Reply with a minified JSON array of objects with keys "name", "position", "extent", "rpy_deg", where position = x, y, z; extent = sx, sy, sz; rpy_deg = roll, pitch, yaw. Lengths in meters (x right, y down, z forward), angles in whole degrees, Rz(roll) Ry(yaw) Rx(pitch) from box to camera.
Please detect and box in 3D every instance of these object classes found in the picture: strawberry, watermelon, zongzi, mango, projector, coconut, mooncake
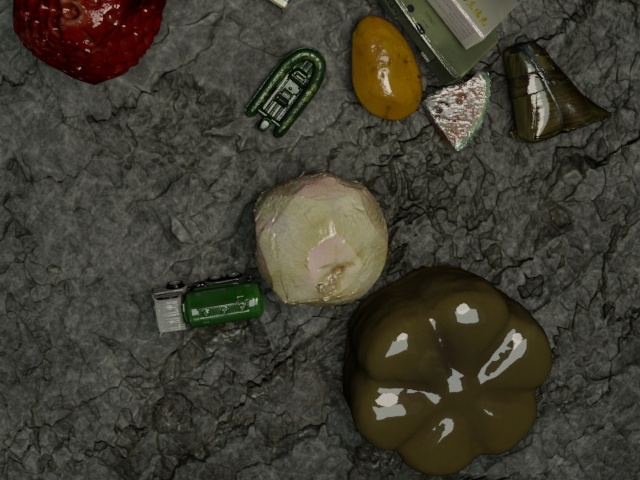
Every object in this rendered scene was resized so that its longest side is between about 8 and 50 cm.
[{"name":"strawberry","position":[-0.431,-0.443,1.583],"extent":[0.318,0.345,0.295],"rpy_deg":[-28,108,0]},{"name":"watermelon","position":[0.290,-0.297,1.873],"extent":[0.139,0.071,0.187],"rpy_deg":[19,109,-5]},{"name":"zongzi","position":[0.525,-0.341,1.876],"extent":[0.242,0.112,0.220],"rpy_deg":[-17,105,-12]},{"name":"mango","position":[0.131,-0.361,1.808],"extent":[0.147,0.109,0.227],"rpy_deg":[-24,105,1]},{"name":"projector","position":[0.245,-0.481,1.786],"extent":[0.193,0.088,0.269],"rpy_deg":[-44,104,-21]},{"name":"coconut","position":[0.000,0.000,1.805],"extent":[0.297,0.254,0.297],"rpy_deg":[-2,105,-6]},{"name":"mooncake","position":[0.277,0.294,1.917],"extent":[0.467,0.262,0.466],"rpy_deg":[-3,105,-10]}]

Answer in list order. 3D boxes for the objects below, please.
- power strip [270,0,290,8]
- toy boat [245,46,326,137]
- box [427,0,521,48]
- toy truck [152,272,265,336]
[{"name":"power strip","position":[-0.120,-0.519,1.759],"extent":[0.123,0.056,0.032],"rpy_deg":[30,99,-13]},{"name":"toy boat","position":[-0.069,-0.317,1.819],"extent":[0.104,0.052,0.210],"rpy_deg":[37,97,-12]},{"name":"box","position":[0.259,-0.578,1.718],"extent":[0.343,0.065,0.200],"rpy_deg":[49,64,-9]},{"name":"toy truck","position":[-0.244,0.140,1.871],"extent":[0.243,0.125,0.101],"rpy_deg":[-8,106,-5]}]
